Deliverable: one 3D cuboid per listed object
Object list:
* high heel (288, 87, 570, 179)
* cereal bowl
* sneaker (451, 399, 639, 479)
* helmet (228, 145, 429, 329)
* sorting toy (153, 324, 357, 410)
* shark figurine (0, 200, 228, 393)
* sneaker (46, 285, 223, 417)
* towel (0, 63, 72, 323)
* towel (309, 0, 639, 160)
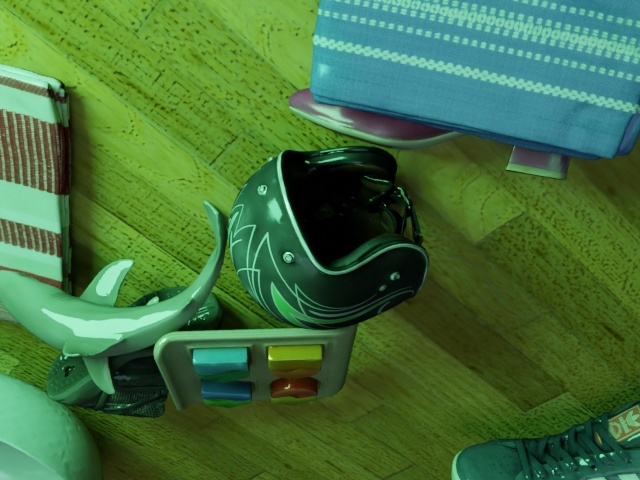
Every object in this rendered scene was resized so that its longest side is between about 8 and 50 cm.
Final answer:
[{"bbox_3d":[0.098,-0.129,0.517,0.244,0.082,0.117,14,98,14],"label":"high heel"},{"bbox_3d":[-0.453,0.288,0.860,0.339,0.141,0.339,4,129,5],"label":"cereal bowl"},{"bbox_3d":[0.334,0.250,0.743,0.350,0.131,0.148,-1,121,2],"label":"sneaker"},{"bbox_3d":[0.000,0.000,0.560,0.161,0.169,0.169,-6,129,-9],"label":"helmet"},{"bbox_3d":[-0.066,0.149,0.701,0.208,0.038,0.193,-5,147,-6],"label":"sorting toy"},{"bbox_3d":[-0.194,0.075,0.619,0.278,0.116,0.166,-18,95,12],"label":"shark figurine"},{"bbox_3d":[-0.195,0.138,0.750,0.227,0.087,0.130,-32,141,10],"label":"sneaker"},{"bbox_3d":[-0.377,-0.048,0.656,0.237,0.037,0.329,14,128,-3],"label":"towel"},{"bbox_3d":[0.133,-0.228,0.404,0.243,0.040,0.336,12,115,3],"label":"towel"}]
